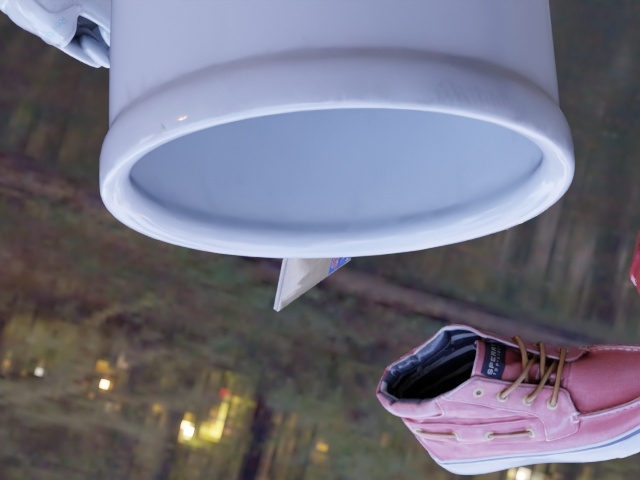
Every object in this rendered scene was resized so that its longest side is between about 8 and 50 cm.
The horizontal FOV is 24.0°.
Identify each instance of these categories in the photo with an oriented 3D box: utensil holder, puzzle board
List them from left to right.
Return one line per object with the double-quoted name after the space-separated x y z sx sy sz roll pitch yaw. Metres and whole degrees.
0.000 0.000 1.341 0.011 0.096 0.128 42 147 21 "puzzle board"
0.005 -0.213 1.099 0.327 0.386 0.327 -2 162 -1 "utensil holder"

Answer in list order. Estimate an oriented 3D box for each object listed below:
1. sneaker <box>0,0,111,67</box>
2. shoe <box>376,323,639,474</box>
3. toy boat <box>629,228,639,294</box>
-0.183 -0.179 1.217 0.094 0.080 0.212 47 -159 8 "sneaker"
0.121 0.083 0.849 0.178 0.063 0.081 -18 136 32 "shoe"
0.374 0.069 1.353 0.231 0.151 0.151 26 134 0 "toy boat"
